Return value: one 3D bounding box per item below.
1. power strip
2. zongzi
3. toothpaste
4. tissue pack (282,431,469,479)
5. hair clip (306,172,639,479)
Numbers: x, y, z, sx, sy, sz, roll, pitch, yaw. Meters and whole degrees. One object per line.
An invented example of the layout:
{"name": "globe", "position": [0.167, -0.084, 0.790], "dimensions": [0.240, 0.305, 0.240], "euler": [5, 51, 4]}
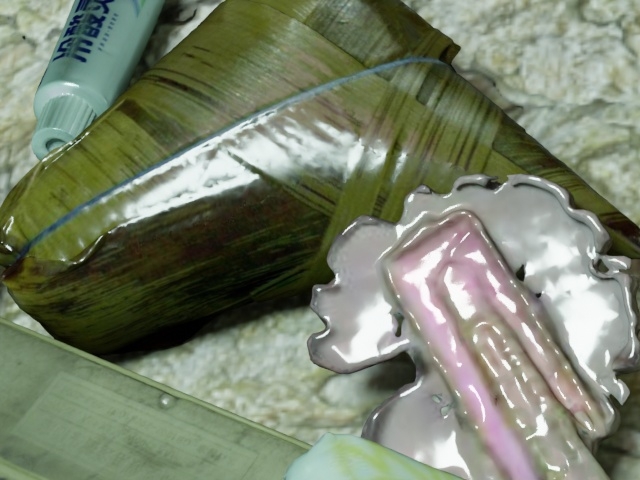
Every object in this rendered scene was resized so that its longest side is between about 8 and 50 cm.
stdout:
{"name": "power strip", "position": [-0.076, 0.130, 1.027], "dimensions": [0.387, 0.066, 0.092], "euler": [19, 60, 32]}
{"name": "zongzi", "position": [0.000, 0.000, 1.100], "dimensions": [0.286, 0.138, 0.300], "euler": [-45, 64, -11]}
{"name": "toothpaste", "position": [-0.132, -0.150, 1.269], "dimensions": [0.075, 0.048, 0.297], "euler": [-2, 40, 14]}
{"name": "tissue pack", "position": [0.121, 0.263, 0.691], "dimensions": [0.162, 0.287, 0.388], "euler": [-57, 25, 18]}
{"name": "hair clip", "position": [0.112, 0.103, 0.995], "dimensions": [0.173, 0.069, 0.300], "euler": [-31, 63, 5]}
